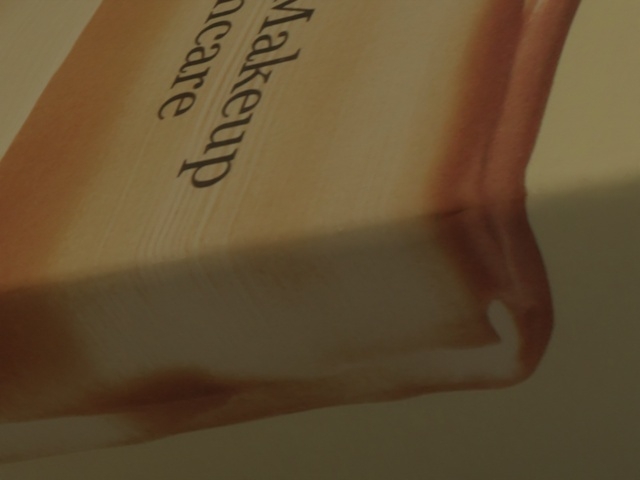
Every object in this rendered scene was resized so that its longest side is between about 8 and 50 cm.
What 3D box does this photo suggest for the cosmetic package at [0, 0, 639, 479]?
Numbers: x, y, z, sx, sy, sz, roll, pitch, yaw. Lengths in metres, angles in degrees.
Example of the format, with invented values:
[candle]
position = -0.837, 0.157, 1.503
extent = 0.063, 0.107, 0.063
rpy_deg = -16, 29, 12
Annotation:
[cosmetic package]
position = 0.000, 0.000, 0.471
extent = 0.296, 0.129, 0.153
rpy_deg = -11, 39, 29
